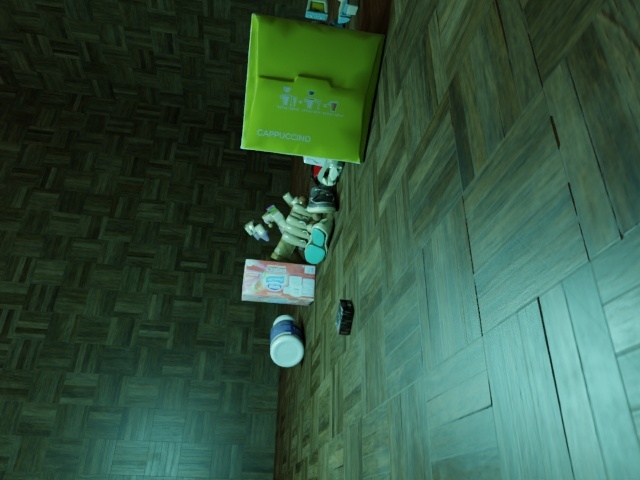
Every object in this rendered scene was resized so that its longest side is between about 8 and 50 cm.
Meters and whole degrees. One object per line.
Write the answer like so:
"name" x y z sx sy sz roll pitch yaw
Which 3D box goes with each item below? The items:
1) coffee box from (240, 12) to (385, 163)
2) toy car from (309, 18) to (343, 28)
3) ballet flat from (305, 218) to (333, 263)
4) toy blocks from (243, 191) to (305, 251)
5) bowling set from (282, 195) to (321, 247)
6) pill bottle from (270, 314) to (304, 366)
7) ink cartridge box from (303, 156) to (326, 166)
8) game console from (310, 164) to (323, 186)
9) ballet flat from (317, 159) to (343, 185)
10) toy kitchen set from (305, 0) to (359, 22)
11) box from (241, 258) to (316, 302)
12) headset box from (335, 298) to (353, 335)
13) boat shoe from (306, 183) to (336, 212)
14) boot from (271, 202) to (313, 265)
"coffee box" -0.039 -0.433 1.410 0.334 0.337 0.338 -104 21 -67
"toy car" 0.011 -0.723 1.983 0.238 0.219 0.210 62 160 17
"ballet flat" 0.000 0.000 1.832 0.248 0.086 0.086 111 163 -58
"toy blocks" -0.178 -0.045 2.506 0.260 0.309 0.288 54 176 -18
"bowling set" -0.052 -0.090 2.118 0.287 0.154 0.200 117 176 -73
"pill bottle" -0.158 0.459 2.318 0.265 0.153 0.153 -110 27 -72
"ink cartridge box" -0.012 -0.353 1.993 0.150 0.109 0.063 -101 22 -64
"game console" 0.004 -0.330 2.221 0.124 0.085 0.144 50 -144 -55
"ballet flat" 0.033 -0.229 1.732 0.213 0.072 0.068 113 153 -66
"toy kitchen set" 0.039 -0.840 1.770 0.207 0.166 0.122 139 137 -79
"box" -0.178 0.183 2.119 0.142 0.299 0.154 120 153 -67
"headset box" 0.063 0.208 1.330 0.062 0.032 0.083 -104 23 -68
"boat shoe" 0.003 -0.153 1.788 0.285 0.102 0.093 -94 6 -79
"boot" -0.088 -0.007 2.305 0.089 0.236 0.270 24 88 42
